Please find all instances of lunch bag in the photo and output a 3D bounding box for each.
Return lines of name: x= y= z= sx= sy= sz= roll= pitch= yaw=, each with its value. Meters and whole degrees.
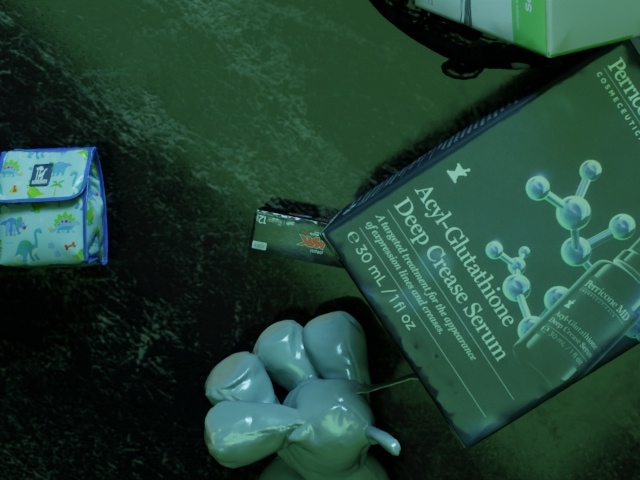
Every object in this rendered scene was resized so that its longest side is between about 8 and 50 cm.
lunch bag: x=-0.341 y=-0.042 z=1.930 sx=0.129 sy=0.096 sz=0.151 roll=-1 pitch=86 yaw=11

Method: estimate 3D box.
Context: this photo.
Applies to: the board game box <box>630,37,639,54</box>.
board game box: x=0.382 y=-0.303 z=1.766 sx=0.124 sy=0.039 sz=0.259 roll=-30 pitch=92 yaw=41

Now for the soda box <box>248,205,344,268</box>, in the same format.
soda box: x=0.000 y=0.000 z=1.899 sx=0.169 sy=0.060 sz=0.053 roll=12 pitch=97 yaw=6

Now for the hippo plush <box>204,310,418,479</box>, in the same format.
hippo plush: x=0.016 y=0.244 z=1.898 sx=0.294 sy=0.234 sz=0.236 roll=-2 pitch=131 yaw=23

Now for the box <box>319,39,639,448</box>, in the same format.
box: x=0.249 y=-0.006 z=1.731 sx=0.395 sy=0.212 sz=0.293 roll=-34 pitch=93 yaw=10

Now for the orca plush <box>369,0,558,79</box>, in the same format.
orca plush: x=0.152 y=-0.283 z=1.805 sx=0.287 sy=0.102 sz=0.151 roll=38 pitch=103 yaw=0

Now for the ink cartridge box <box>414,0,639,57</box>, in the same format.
ink cartridge box: x=0.248 y=-0.297 z=1.655 sx=0.198 sy=0.273 sz=0.115 roll=-16 pitch=116 yaw=-23
